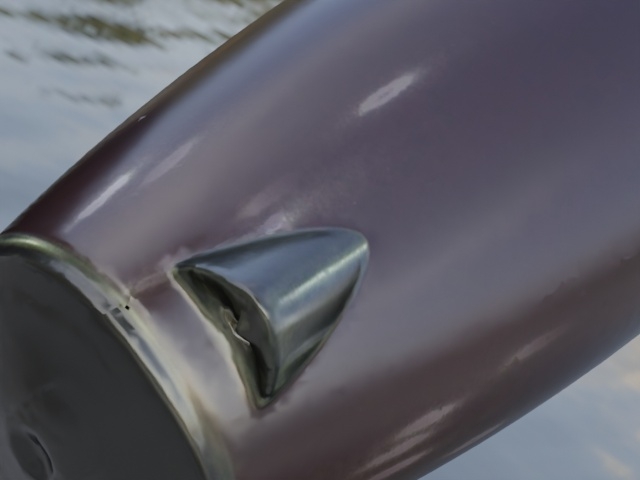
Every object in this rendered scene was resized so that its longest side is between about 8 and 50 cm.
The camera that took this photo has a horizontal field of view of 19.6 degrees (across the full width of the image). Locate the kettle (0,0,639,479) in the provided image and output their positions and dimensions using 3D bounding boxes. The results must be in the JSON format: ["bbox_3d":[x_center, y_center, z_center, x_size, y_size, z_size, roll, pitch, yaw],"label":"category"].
[{"bbox_3d":[0.000,0.000,0.544,0.232,0.202,0.144,-32,95,-33],"label":"kettle"}]
